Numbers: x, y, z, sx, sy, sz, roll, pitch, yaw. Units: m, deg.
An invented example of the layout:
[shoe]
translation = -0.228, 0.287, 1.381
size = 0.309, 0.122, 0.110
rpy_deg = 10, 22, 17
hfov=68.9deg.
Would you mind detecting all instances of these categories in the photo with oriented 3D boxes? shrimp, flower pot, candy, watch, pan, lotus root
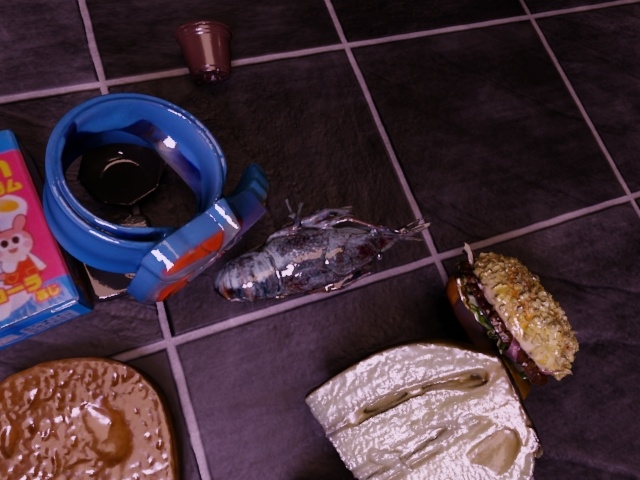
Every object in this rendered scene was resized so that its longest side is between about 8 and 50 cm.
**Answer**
[shrimp]
translation = -0.002, 0.001, 0.774
size = 0.372, 0.137, 0.172
rpy_deg = -20, 93, -16
[flower pot]
translation = -0.214, -0.348, 0.884
size = 0.111, 0.111, 0.089
rpy_deg = -9, 89, -15
[candy]
translation = -0.483, -0.003, 0.705
size = 0.157, 0.100, 0.306
rpy_deg = -25, 79, -17
[watch]
translation = -0.228, -0.088, 0.689
size = 0.274, 0.241, 0.305
rpy_deg = 46, 53, -7
[pan]
translation = -0.301, -0.109, 0.803
size = 0.202, 0.048, 0.128
rpy_deg = 6, 72, -8
[lotus root]
translation = 0.163, 0.254, 0.671
size = 0.260, 0.149, 0.267
rpy_deg = -39, 75, 11

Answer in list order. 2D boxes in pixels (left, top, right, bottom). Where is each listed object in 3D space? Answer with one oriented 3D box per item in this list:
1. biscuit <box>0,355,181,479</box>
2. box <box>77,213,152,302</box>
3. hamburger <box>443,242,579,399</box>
[biscuit]
translation = -0.351, 0.348, 0.631
size = 0.314, 0.063, 0.367
rpy_deg = -5, 73, -10
[box]
translation = -0.327, 0.029, 0.766
size = 0.126, 0.027, 0.125
rpy_deg = -22, 80, -19
[hamburger]
translation = 0.306, 0.114, 0.760
size = 0.139, 0.243, 0.261
rpy_deg = -39, 83, 17
